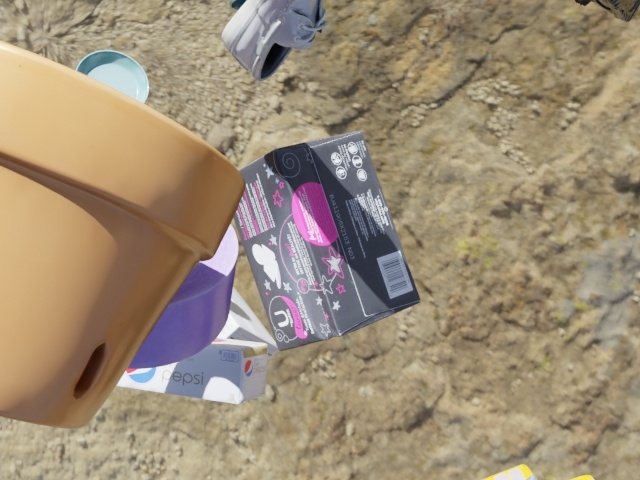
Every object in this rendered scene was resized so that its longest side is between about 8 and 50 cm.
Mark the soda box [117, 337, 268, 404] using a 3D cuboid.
[{"bbox_3d":[-0.177,0.154,1.097,0.216,0.074,0.069,4,91,23],"label":"soda box"}]

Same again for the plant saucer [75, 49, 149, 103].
[{"bbox_3d":[-0.342,-0.253,1.424,0.119,0.021,0.119,8,68,-21],"label":"plant saucer"}]

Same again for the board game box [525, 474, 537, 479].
[{"bbox_3d":[0.266,0.363,1.002,0.194,0.194,0.060,44,106,-1],"label":"board game box"}]

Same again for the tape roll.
[{"bbox_3d":[-0.176,0.029,0.841,0.189,0.189,0.080,-2,130,-17],"label":"tape roll"}]

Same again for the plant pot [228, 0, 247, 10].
[{"bbox_3d":[-0.064,-0.621,1.783,0.293,0.293,0.235,-12,96,-15],"label":"plant pot"}]

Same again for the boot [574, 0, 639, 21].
[{"bbox_3d":[0.501,-0.517,1.684,0.094,0.207,0.246,-62,153,6],"label":"boot"}]

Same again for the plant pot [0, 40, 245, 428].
[{"bbox_3d":[-0.221,0.004,0.609,0.291,0.291,0.203,22,80,-21],"label":"plant pot"}]

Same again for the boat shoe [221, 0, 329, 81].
[{"bbox_3d":[-0.029,-0.237,0.909,0.079,0.227,0.081,-38,93,-30],"label":"boat shoe"}]

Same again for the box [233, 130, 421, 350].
[{"bbox_3d":[0.000,0.000,1.168,0.163,0.142,0.247,-18,88,-40],"label":"box"}]

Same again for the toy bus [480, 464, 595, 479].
[{"bbox_3d":[0.222,0.409,1.193,0.333,0.130,0.108,-21,113,-3],"label":"toy bus"}]

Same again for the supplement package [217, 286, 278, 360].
[{"bbox_3d":[-0.246,0.161,1.838,0.145,0.262,0.204,-43,150,3],"label":"supplement package"}]
